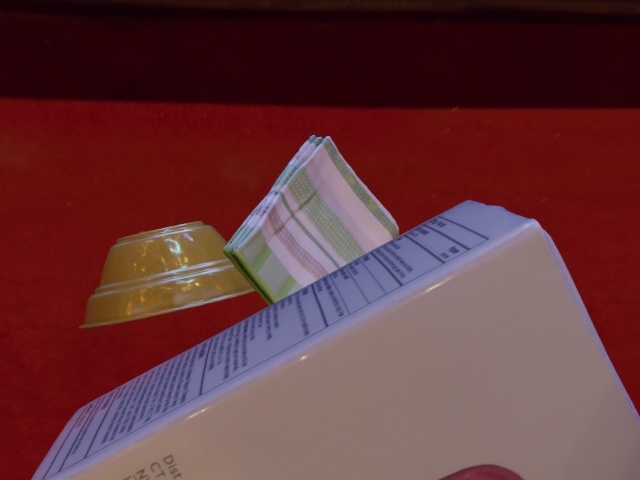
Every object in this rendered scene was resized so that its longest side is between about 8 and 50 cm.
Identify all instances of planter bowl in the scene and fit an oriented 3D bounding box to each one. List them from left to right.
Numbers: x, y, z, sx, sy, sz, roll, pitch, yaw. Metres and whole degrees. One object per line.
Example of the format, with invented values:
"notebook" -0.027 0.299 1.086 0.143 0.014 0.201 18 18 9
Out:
"planter bowl" -0.170 0.031 1.208 0.217 0.217 0.090 -12 91 -7

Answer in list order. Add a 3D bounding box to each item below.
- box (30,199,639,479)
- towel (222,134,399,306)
"box" 0.008 0.093 0.488 0.232 0.148 0.127 -28 96 0
"towel" 0.000 0.000 0.831 0.113 0.023 0.152 49 45 -15
